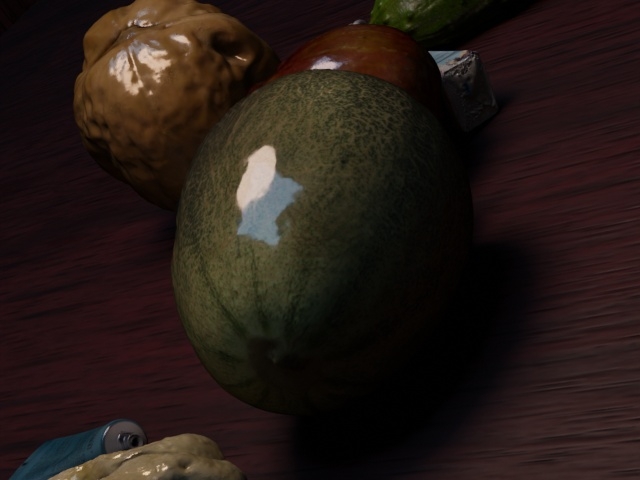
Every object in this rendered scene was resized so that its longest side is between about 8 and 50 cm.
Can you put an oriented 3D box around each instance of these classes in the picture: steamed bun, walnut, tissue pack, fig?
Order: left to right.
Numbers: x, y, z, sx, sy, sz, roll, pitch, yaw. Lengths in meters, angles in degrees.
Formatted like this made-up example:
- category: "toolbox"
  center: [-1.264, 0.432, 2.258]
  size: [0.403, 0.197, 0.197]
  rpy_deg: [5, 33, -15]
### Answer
- category: "steamed bun"
  center: [-0.128, 0.216, 1.478]
  size: [0.155, 0.141, 0.172]
  rpy_deg: [-37, 16, -10]
- category: "walnut"
  center: [-0.149, -0.148, 2.141]
  size: [0.257, 0.257, 0.224]
  rpy_deg: [-30, 42, 19]
- category: "fig"
  center: [0.021, -0.109, 1.847]
  size: [0.205, 0.205, 0.205]
  rpy_deg: [-32, 21, 14]
- category: "tissue pack"
  center: [0.125, -0.147, 1.927]
  size: [0.058, 0.074, 0.094]
  rpy_deg: [-30, 19, -26]

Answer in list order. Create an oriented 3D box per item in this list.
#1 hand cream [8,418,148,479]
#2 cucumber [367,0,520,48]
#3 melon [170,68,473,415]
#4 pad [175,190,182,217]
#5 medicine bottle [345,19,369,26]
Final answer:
- category: "hand cream"
  center: [-0.228, 0.204, 1.814]
  size: [0.224, 0.048, 0.083]
  rpy_deg: [-19, 26, 54]
- category: "cucumber"
  center: [0.140, -0.283, 2.140]
  size: [0.244, 0.134, 0.134]
  rpy_deg: [-32, 21, 23]
- category: "melon"
  center: [0.000, 0.000, 1.579]
  size: [0.248, 0.248, 0.329]
  rpy_deg: [-26, 30, 27]
- category: "pad"
  center: [-0.009, -0.016, 1.761]
  size: [0.267, 0.181, 0.004]
  rpy_deg: [-26, -13, 26]
- category: "medicine bottle"
  center: [0.024, -0.216, 2.268]
  size: [0.089, 0.057, 0.057]
  rpy_deg: [-28, 22, 26]
